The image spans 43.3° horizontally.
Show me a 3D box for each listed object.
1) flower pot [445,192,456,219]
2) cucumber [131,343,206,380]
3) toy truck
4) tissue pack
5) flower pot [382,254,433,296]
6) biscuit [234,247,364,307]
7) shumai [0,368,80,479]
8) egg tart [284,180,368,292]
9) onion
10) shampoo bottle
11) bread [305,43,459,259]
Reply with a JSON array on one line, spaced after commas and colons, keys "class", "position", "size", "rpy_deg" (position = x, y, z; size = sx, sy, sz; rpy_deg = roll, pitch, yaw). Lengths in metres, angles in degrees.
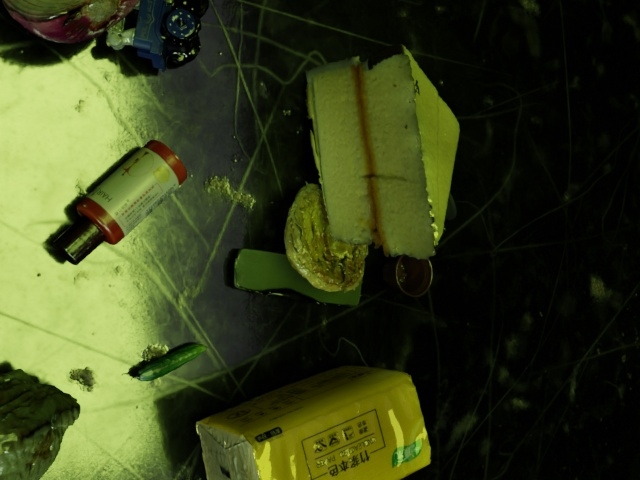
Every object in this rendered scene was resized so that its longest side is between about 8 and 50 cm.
[{"class": "flower pot", "position": [0.178, -0.106, 1.814], "size": [0.148, 0.235, 0.235], "rpy_deg": [-34, 107, -5]}, {"class": "cucumber", "position": [-0.303, 0.245, 1.603], "size": [0.167, 0.039, 0.039], "rpy_deg": [-24, 101, -31]}, {"class": "toy truck", "position": [-0.310, -0.447, 1.562], "size": [0.176, 0.161, 0.213], "rpy_deg": [10, 83, -7]}, {"class": "tissue pack", "position": [-0.017, 0.410, 1.628], "size": [0.381, 0.293, 0.228], "rpy_deg": [-17, 93, -30]}, {"class": "flower pot", "position": [0.193, 0.075, 1.871], "size": [0.111, 0.089, 0.111], "rpy_deg": [1, 88, -31]}, {"class": "biscuit", "position": [-0.047, 0.084, 1.759], "size": [0.322, 0.038, 0.099], "rpy_deg": [11, 81, -30]}, {"class": "shumai", "position": [-0.559, 0.317, 1.375], "size": [0.218, 0.256, 0.189], "rpy_deg": [35, 98, 5]}, {"class": "egg tart", "position": [0.000, 0.000, 1.738], "size": [0.231, 0.098, 0.252], "rpy_deg": [-11, 79, -40]}, {"class": "onion", "position": [-0.471, -0.500, 1.459], "size": [0.267, 0.159, 0.349], "rpy_deg": [-39, 73, -13]}, {"class": "shampoo bottle", "position": [-0.382, -0.066, 1.522], "size": [0.278, 0.104, 0.104], "rpy_deg": [-47, 112, -23]}, {"class": "bread", "position": [0.090, -0.173, 1.622], "size": [0.242, 0.345, 0.405], "rpy_deg": [42, 54, -30]}]
